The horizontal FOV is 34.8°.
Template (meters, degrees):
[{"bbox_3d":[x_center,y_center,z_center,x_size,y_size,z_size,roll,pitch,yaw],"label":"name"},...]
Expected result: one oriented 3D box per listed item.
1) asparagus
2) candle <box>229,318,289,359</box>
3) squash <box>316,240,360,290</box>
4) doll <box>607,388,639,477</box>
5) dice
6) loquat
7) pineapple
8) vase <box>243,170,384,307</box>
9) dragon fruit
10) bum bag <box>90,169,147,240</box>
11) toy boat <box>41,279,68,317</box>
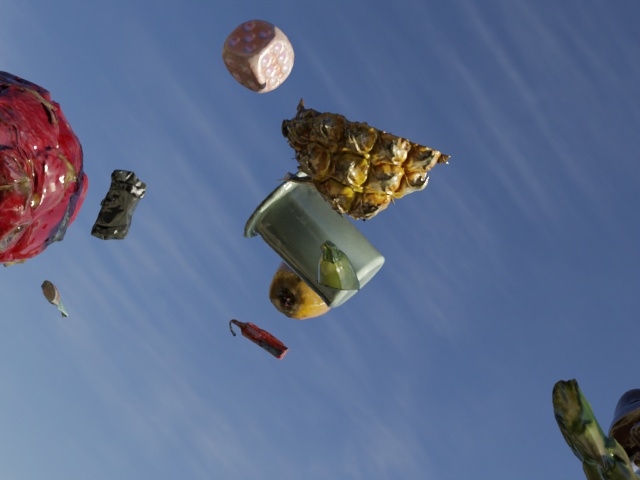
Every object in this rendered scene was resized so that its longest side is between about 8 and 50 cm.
[{"bbox_3d":[0.416,0.336,1.475,0.287,0.080,0.080,56,-29,5],"label":"asparagus"},{"bbox_3d":[-0.153,0.239,2.495,0.162,0.053,0.048,32,-54,8],"label":"candle"},{"bbox_3d":[0.027,0.061,2.042,0.090,0.075,0.200,32,-12,20],"label":"squash"},{"bbox_3d":[0.714,0.358,1.949,0.340,0.318,0.209,-36,-98,38],"label":"doll"},{"bbox_3d":[-0.108,-0.320,1.766,0.091,0.094,0.093,31,-20,33],"label":"dice"},{"bbox_3d":[-0.041,0.123,2.758,0.187,0.234,0.176,-11,-68,36],"label":"loquat"},{"bbox_3d":[0.019,-0.127,1.642,0.334,0.158,0.161,28,9,40],"label":"pineapple"},{"bbox_3d":[0.000,0.000,2.439,0.291,0.245,0.245,45,-29,9],"label":"vase"},{"bbox_3d":[-0.514,-0.106,1.553,0.329,0.329,0.329,33,-32,25],"label":"dragon fruit"},{"bbox_3d":[-0.471,-0.075,2.384,0.087,0.049,0.197,17,-63,-21],"label":"bum bag"},{"bbox_3d":[-0.640,0.160,2.508,0.096,0.034,0.122,51,-12,43],"label":"toy boat"}]
